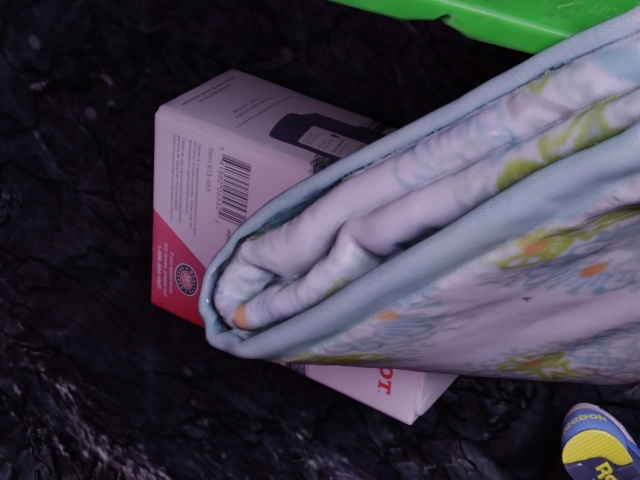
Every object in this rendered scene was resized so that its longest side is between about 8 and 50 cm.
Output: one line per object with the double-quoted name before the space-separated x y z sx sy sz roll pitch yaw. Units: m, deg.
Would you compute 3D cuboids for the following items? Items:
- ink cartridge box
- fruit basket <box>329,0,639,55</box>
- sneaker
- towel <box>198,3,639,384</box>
"ink cartridge box" 0.000 0.000 1.045 0.237 0.100 0.172 22 126 26
"fruit basket" 0.111 -0.260 0.714 0.392 0.392 0.283 47 132 5
"sneaker" 0.214 0.171 1.023 0.053 0.059 0.144 -28 115 11
"towel" 0.163 0.006 0.780 0.374 0.321 0.090 -25 61 48
